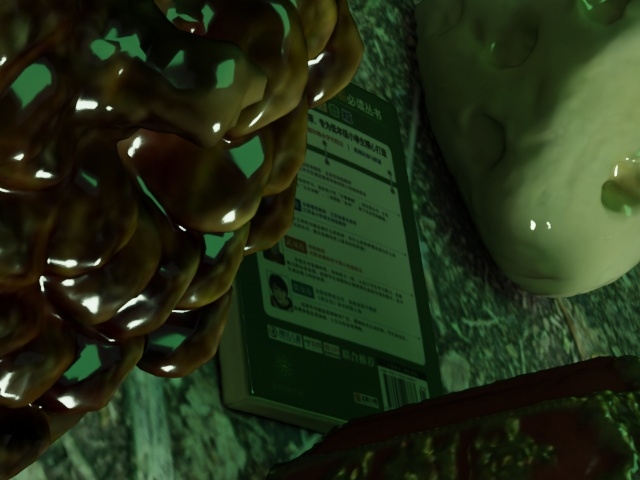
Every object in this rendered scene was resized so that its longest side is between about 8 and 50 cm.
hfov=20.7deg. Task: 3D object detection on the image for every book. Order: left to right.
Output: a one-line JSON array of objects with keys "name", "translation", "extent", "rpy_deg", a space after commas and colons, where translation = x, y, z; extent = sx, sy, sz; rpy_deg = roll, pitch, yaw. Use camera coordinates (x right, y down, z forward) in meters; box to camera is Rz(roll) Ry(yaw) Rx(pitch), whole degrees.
[{"name": "book", "translation": [0.000, 0.000, 1.130], "extent": [0.202, 0.027, 0.264], "rpy_deg": [20, 53, -45]}]

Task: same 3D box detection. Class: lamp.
[{"name": "lamp", "translation": [0.095, 0.159, 0.924], "extent": [0.177, 0.274, 0.177], "rpy_deg": [29, 54, -49]}]

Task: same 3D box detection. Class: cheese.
[{"name": "cheese", "translation": [0.199, -0.086, 1.305], "extent": [0.173, 0.251, 0.248], "rpy_deg": [15, 71, -48]}]

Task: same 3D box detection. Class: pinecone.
[{"name": "pinecone", "translation": [-0.184, -0.109, 0.678], "extent": [0.397, 0.397, 0.398], "rpy_deg": [33, 43, -38]}]
